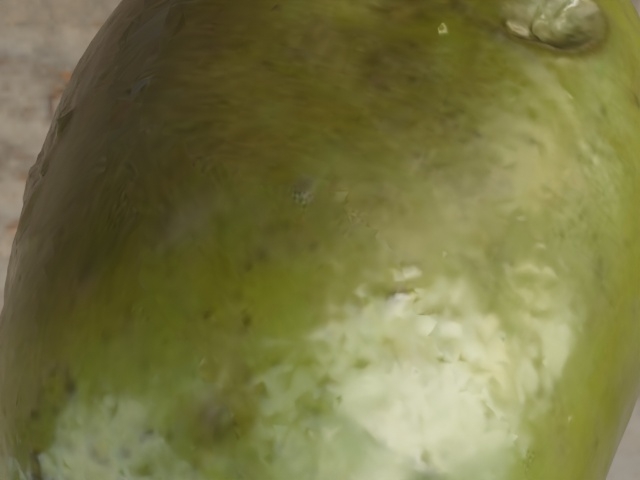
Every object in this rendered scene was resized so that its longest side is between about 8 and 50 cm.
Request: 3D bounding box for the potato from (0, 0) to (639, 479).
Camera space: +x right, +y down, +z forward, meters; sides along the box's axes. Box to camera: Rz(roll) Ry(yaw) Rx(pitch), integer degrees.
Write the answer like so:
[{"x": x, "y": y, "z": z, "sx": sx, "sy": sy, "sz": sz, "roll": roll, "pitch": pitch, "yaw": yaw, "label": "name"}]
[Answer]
[{"x": -0.001, "y": 0.001, "z": 0.444, "sx": 0.148, "sy": 0.228, "sz": 0.197, "roll": 38, "pitch": 153, "yaw": -20, "label": "potato"}]
